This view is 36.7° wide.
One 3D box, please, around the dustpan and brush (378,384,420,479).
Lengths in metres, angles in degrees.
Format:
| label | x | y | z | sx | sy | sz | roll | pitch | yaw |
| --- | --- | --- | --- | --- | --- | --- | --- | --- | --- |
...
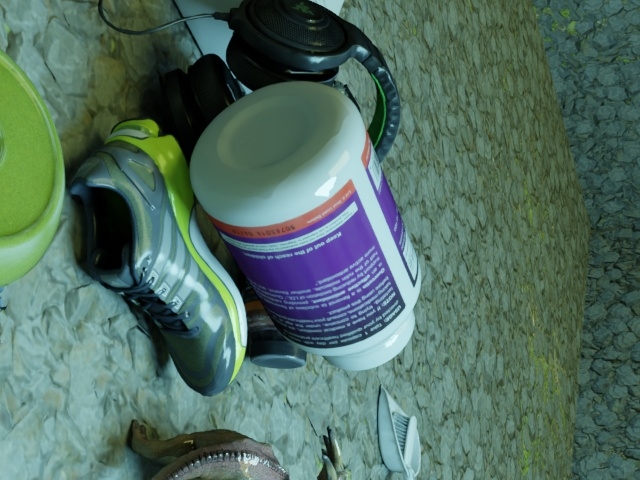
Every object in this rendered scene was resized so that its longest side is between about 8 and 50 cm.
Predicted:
| label | x | y | z | sx | sy | sz | roll | pitch | yaw |
| --- | --- | --- | --- | --- | --- | --- | --- | --- | --- |
| dustpan and brush | 0.138 | 0.360 | 1.594 | 0.147 | 0.060 | 0.211 | 52 | 39 | -49 |

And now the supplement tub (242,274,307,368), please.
| label | x | y | z | sx | sy | sz | roll | pitch | yaw |
| --- | --- | --- | --- | --- | --- | --- | --- | --- | --- |
| supplement tub | -0.047 | 0.058 | 1.218 | 0.106 | 0.106 | 0.198 | 38 | 51 | -57 |

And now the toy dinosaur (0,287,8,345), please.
| label | x | y | z | sx | sy | sz | roll | pitch | yaw |
| --- | --- | --- | --- | --- | --- | --- | --- | --- | --- |
| toy dinosaur | -0.275 | 0.050 | 0.813 | 0.090 | 0.047 | 0.082 | -57 | 154 | -68 |

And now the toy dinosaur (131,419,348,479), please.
| label | x | y | z | sx | sy | sz | roll | pitch | yaw |
| --- | --- | --- | --- | --- | --- | --- | --- | --- | --- |
| toy dinosaur | -0.074 | 0.247 | 1.003 | 0.295 | 0.200 | 0.127 | 35 | 54 | -58 |

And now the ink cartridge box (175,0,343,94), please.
| label | x | y | z | sx | sy | sz | roll | pitch | yaw |
| --- | --- | --- | --- | --- | --- | --- | --- | --- | --- |
| ink cartridge box | -0.069 | -0.347 | 1.242 | 0.289 | 0.121 | 0.211 | -72 | 146 | -41 |

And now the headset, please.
| label | x | y | z | sx | sy | sz | roll | pitch | yaw |
| --- | --- | --- | --- | --- | --- | --- | --- | --- | --- |
| headset | -0.086 | -0.196 | 1.086 | 0.394 | 0.243 | 0.185 | 34 | 27 | -37 |

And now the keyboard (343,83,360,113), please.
| label | x | y | z | sx | sy | sz | roll | pitch | yaw |
| --- | --- | --- | --- | --- | --- | --- | --- | --- | --- |
| keyboard | 0.036 | -0.160 | 1.543 | 0.108 | 0.023 | 0.180 | 50 | 40 | -60 |

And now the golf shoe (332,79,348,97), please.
| label | x | y | z | sx | sy | sz | roll | pitch | yaw |
| --- | --- | --- | --- | --- | --- | --- | --- | --- | --- |
| golf shoe | -0.009 | -0.193 | 1.390 | 0.198 | 0.077 | 0.094 | 12 | 74 | -63 |

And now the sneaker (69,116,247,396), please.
| label | x | y | z | sx | sy | sz | roll | pitch | yaw |
| --- | --- | --- | --- | --- | --- | --- | --- | --- | --- |
| sneaker | -0.172 | 0.034 | 0.980 | 0.121 | 0.111 | 0.300 | -42 | 115 | -51 |

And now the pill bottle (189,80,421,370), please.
| label | x | y | z | sx | sy | sz | roll | pitch | yaw |
| --- | --- | --- | --- | --- | --- | --- | --- | --- | --- |
| pill bottle | 0.000 | 0.000 | 1.036 | 0.323 | 0.181 | 0.182 | 64 | 31 | -44 |

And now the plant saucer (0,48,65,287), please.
| label | x | y | z | sx | sy | sz | roll | pitch | yaw |
| --- | --- | --- | --- | --- | --- | --- | --- | --- | --- |
| plant saucer | -0.285 | -0.079 | 0.761 | 0.241 | 0.037 | 0.241 | 36 | 44 | -45 |
